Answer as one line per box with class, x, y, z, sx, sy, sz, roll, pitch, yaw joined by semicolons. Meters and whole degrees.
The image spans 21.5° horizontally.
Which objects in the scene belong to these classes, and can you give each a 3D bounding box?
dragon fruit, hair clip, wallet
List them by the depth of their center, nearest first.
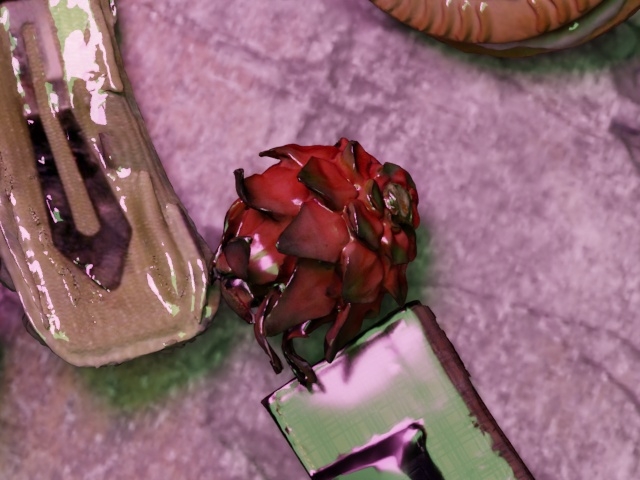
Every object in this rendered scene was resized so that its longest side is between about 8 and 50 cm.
dragon fruit;-0.001;0.003;1.021;0.142;0.121;0.130;-21;66;-29
wallet;0.072;0.161;1.029;0.124;0.042;0.230;-32;81;-3
hair clip;-0.170;-0.070;1.066;0.138;0.091;0.321;-14;78;-21

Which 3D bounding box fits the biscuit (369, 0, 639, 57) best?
biscuit;0.103;-0.233;1.019;0.259;0.079;0.259;9;112;22
